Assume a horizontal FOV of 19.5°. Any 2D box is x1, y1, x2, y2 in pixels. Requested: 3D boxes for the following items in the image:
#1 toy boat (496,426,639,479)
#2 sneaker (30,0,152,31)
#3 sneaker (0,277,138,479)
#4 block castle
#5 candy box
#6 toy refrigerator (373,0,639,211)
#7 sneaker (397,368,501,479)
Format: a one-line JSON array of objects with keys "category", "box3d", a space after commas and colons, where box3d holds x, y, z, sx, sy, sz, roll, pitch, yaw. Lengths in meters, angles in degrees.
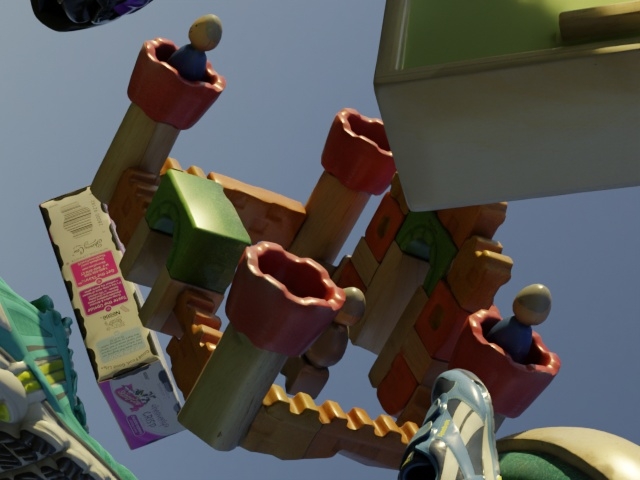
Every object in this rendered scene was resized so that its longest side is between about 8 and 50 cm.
[{"category": "toy boat", "box3d": [0.188, 0.275, 1.205, 0.318, 0.148, 0.267, 64, -22, -2]}, {"category": "sneaker", "box3d": [-0.152, -0.236, 1.490, 0.146, 0.102, 0.293, -34, -179, -31]}, {"category": "sneaker", "box3d": [-0.196, 0.094, 1.264, 0.107, 0.275, 0.110, -7, -141, 39]}, {"category": "block castle", "box3d": [0.000, 0.000, 1.613, 0.213, 0.303, 0.453, -61, -150, 20]}, {"category": "candy box", "box3d": [-0.217, 0.080, 1.950, 0.159, 0.071, 0.233, 76, -9, -57]}, {"category": "toy refrigerator", "box3d": [0.168, -0.095, 0.923, 0.102, 0.269, 0.094, -79, 158, -47]}, {"category": "sneaker", "box3d": [0.079, 0.133, 1.190, 0.144, 0.059, 0.053, -93, -167, -54]}]
